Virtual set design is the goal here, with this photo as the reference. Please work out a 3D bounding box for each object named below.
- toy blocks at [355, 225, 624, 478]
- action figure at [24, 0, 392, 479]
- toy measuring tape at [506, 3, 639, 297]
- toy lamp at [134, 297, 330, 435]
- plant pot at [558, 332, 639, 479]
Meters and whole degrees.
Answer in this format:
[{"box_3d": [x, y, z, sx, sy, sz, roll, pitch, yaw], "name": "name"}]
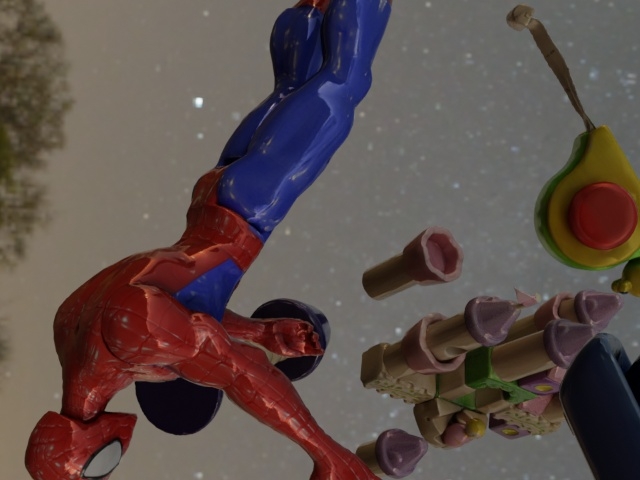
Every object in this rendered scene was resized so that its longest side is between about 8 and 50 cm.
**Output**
[{"box_3d": [0.220, 0.156, 1.268, 0.260, 0.288, 0.309, -28, -133, 46], "name": "toy blocks"}, {"box_3d": [0.000, 0.000, 0.460, 0.280, 0.139, 0.091, -53, -160, -22], "name": "action figure"}, {"box_3d": [0.249, -0.078, 1.194, 0.330, 0.121, 0.121, 60, -24, -1], "name": "toy measuring tape"}, {"box_3d": [-0.059, 0.095, 0.961, 0.274, 0.080, 0.080, -9, 103, -70], "name": "toy lamp"}, {"box_3d": [0.268, 0.119, 0.641, 0.236, 0.212, 0.236, 68, 13, 11], "name": "plant pot"}]
